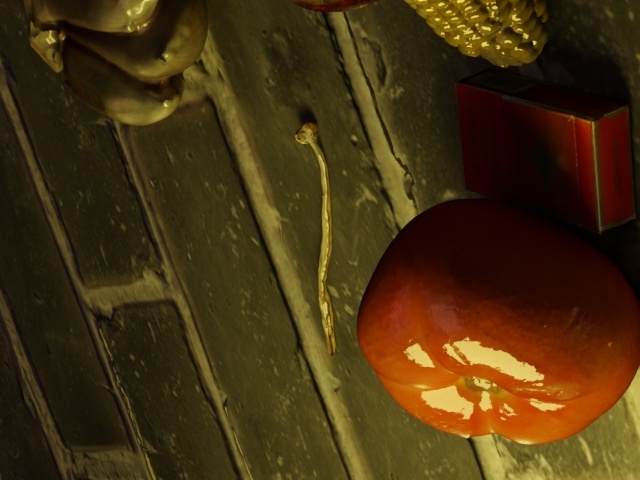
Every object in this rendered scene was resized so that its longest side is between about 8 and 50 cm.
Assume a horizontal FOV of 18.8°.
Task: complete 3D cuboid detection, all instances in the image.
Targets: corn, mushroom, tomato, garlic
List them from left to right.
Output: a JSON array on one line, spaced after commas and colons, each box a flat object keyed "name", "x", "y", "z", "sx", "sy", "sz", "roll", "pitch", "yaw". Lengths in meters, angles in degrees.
[{"name": "garlic", "x": -0.222, "y": -0.270, "z": 2.105, "sx": 0.325, "sy": 0.132, "sz": 0.279, "roll": 11, "pitch": 120, "yaw": 54}, {"name": "mushroom", "x": 0.003, "y": 0.003, "z": 2.074, "sx": 0.028, "sy": 0.026, "sz": 0.286, "roll": -138, "pitch": 35, "yaw": -56}, {"name": "corn", "x": 0.085, "y": -0.274, "z": 1.594, "sx": 0.130, "sy": 0.130, "sz": 0.347, "roll": 15, "pitch": 152, "yaw": 49}, {"name": "tomato", "x": 0.158, "y": 0.072, "z": 1.729, "sx": 0.260, "sy": 0.180, "sz": 0.260, "roll": 13, "pitch": 147, "yaw": 8}]

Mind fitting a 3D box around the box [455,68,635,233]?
[{"name": "box", "x": 0.199, "y": -0.082, "z": 1.718, "sx": 0.175, "sy": 0.048, "sz": 0.112, "roll": 22, "pitch": 127, "yaw": 47}]

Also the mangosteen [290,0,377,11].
[{"name": "mangosteen", "x": 0.008, "y": -0.281, "z": 1.735, "sx": 0.146, "sy": 0.181, "sz": 0.156, "roll": 20, "pitch": 101, "yaw": 11}]
